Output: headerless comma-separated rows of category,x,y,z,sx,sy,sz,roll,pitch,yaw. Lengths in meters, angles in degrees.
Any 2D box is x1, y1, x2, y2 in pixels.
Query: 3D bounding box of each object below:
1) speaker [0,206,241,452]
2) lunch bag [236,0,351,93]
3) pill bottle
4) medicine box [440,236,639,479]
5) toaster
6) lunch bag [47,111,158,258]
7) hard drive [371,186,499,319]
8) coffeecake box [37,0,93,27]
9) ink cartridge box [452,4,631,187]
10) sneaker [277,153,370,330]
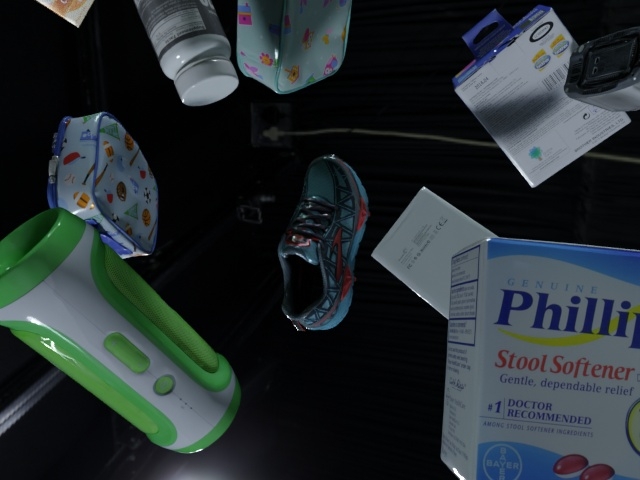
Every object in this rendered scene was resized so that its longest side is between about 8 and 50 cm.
speaker,-0.211,0.108,0.559,0.296,0.131,0.131,56,-137,-33
lunch bag,-0.033,-0.397,0.868,0.224,0.108,0.279,-41,-29,-41
pill bottle,-0.377,-0.581,1.469,0.204,0.204,0.361,-17,-96,-66
medicine box,0.302,0.157,0.647,0.149,0.263,0.289,91,-175,-81
toaster,0.630,-0.342,1.059,0.146,0.227,0.129,12,-92,-23
lunch bag,-0.432,-0.097,1.058,0.303,0.115,0.243,72,-167,-67
hard drive,0.285,0.045,1.145,0.203,0.307,0.040,-53,-30,7
coffeecake box,-0.561,-0.573,1.095,0.185,0.142,0.068,30,-154,-31
ink cartridge box,0.511,-0.372,1.273,0.395,0.270,0.151,46,-155,-14
sneaker,0.000,0.000,0.744,0.125,0.104,0.262,10,-98,-62
